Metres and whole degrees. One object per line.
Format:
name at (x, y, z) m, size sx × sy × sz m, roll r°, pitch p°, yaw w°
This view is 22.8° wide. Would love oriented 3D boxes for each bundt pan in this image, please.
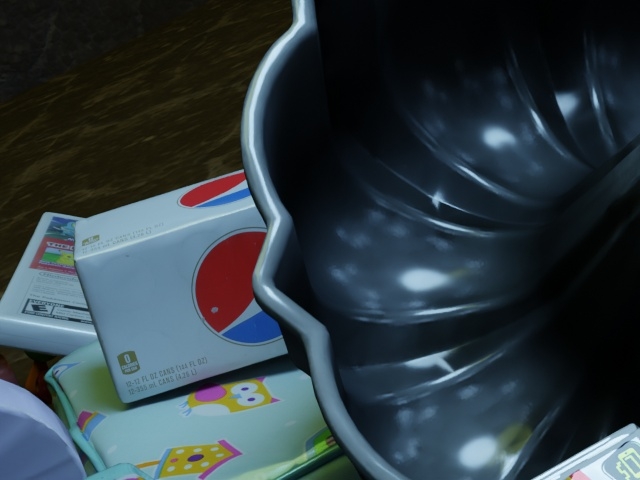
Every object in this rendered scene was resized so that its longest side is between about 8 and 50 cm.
bundt pan at (0.133, -0.001, 0.596) m, size 0.331 × 0.331 × 0.124 m, roll -27°, pitch -20°, yaw -14°

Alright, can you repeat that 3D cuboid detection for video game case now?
video game case at (-0.092, 0.038, 1.005) m, size 0.201 × 0.023 × 0.183 m, roll 10°, pitch 20°, yaw -3°

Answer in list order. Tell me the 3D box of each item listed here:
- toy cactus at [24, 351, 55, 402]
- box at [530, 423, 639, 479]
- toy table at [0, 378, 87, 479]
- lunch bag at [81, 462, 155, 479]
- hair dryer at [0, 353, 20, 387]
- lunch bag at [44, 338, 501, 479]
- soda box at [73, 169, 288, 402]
toy cactus at (-0.129, 0.060, 1.086) m, size 0.180 × 0.112 × 0.219 m, roll -7°, pitch 10°, yaw -14°
box at (0.096, 0.150, 0.398) m, size 0.114 × 0.036 × 0.207 m, roll -27°, pitch 49°, yaw -15°
toy table at (-0.235, 0.144, 0.711) m, size 0.274 × 0.252 × 0.161 m, roll -34°, pitch 31°, yaw -7°
lunch bag at (-0.095, 0.216, 0.416) m, size 0.262 × 0.160 × 0.223 m, roll -38°, pitch 22°, yaw -2°
hair dryer at (-0.281, 0.164, 1.006) m, size 0.224 × 0.080 × 0.293 m, roll 2°, pitch 30°, yaw 21°
lunch bag at (-0.001, 0.092, 0.754) m, size 0.224 × 0.108 × 0.279 m, roll -21°, pitch 18°, yaw -14°
soda box at (0.000, 0.000, 0.726) m, size 0.216 × 0.074 × 0.069 m, roll -17°, pitch 17°, yaw -4°
